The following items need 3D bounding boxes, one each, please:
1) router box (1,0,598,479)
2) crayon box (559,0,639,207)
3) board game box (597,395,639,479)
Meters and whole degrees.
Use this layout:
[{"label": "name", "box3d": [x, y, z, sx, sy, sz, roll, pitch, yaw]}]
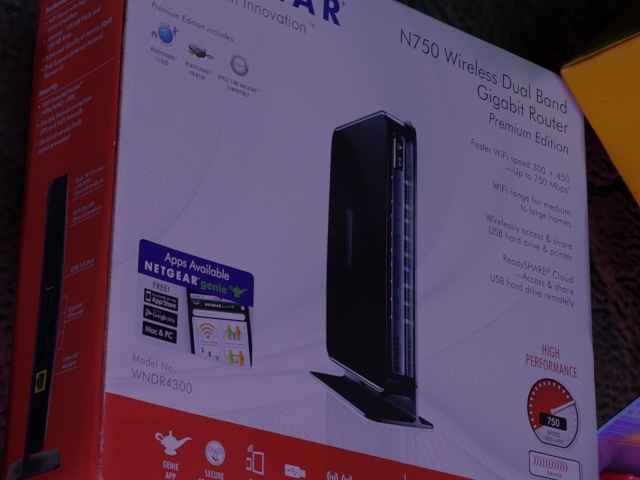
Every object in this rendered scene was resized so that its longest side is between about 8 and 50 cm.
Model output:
[{"label": "router box", "box3d": [0.003, 0.016, 0.925, 0.335, 0.082, 0.301, 17, 64, -38]}, {"label": "crayon box", "box3d": [0.269, -0.068, 1.094, 0.318, 0.081, 0.202, 58, 43, -9]}, {"label": "board game box", "box3d": [0.209, 0.179, 1.114, 0.168, 0.033, 0.133, -34, 99, -21]}]
